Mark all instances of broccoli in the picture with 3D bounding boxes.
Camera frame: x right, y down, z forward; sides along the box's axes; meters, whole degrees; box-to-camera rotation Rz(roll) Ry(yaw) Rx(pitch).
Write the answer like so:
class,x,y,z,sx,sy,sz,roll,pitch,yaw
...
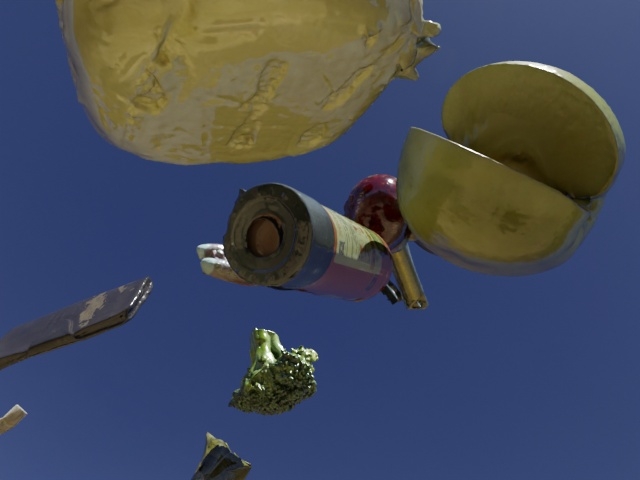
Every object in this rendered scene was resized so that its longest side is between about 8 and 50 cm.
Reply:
class,x,y,z,sx,sy,sz,roll,pitch,yaw
broccoli,-0.142,0.387,1.409,0.289,0.245,0.247,-12,-30,9

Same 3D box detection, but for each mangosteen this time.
class,x,y,z,sx,sy,sz,roll,pitch,yaw
mangosteen,0.132,-0.038,0.888,0.182,0.145,0.155,27,-50,2

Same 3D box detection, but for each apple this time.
class,x,y,z,sx,sy,sz,roll,pitch,yaw
apple,0.255,-0.092,0.664,0.254,0.292,0.291,34,-53,32

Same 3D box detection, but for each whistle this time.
class,x,y,z,sx,sy,sz,roll,pitch,yaw
whistle,0.208,0.044,1.257,0.068,0.057,0.326,-8,-68,37

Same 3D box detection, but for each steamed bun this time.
class,x,y,z,sx,sy,sz,roll,pitch,yaw
steamed bun,-0.062,-0.177,0.396,0.273,0.165,0.232,-8,-16,-18

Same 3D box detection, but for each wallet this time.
class,x,y,z,sx,sy,sz,roll,pitch,yaw
wallet,-0.243,0.080,0.466,0.157,0.082,0.018,-20,-70,5

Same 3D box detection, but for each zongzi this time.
class,x,y,z,sx,sy,sz,roll,pitch,yaw
zongzi,-0.339,0.647,1.385,0.204,0.205,0.094,35,-70,32

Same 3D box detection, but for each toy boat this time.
class,x,y,z,sx,sy,sz,roll,pitch,yaw
toy boat,-0.236,0.058,1.373,0.228,0.155,0.084,17,-74,-29

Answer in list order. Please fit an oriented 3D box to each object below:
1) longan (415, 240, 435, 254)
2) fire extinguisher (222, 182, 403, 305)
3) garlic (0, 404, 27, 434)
class,x,y,z,sx,sy,sz,roll,pitch,yaw
longan,0.309,-0.075,1.098,0.249,0.248,0.248,4,-60,6
fire extinguisher,0.010,-0.003,0.673,0.113,0.376,0.200,-29,-112,18
garlic,-0.607,0.316,0.806,0.194,0.127,0.131,-22,-23,-5
